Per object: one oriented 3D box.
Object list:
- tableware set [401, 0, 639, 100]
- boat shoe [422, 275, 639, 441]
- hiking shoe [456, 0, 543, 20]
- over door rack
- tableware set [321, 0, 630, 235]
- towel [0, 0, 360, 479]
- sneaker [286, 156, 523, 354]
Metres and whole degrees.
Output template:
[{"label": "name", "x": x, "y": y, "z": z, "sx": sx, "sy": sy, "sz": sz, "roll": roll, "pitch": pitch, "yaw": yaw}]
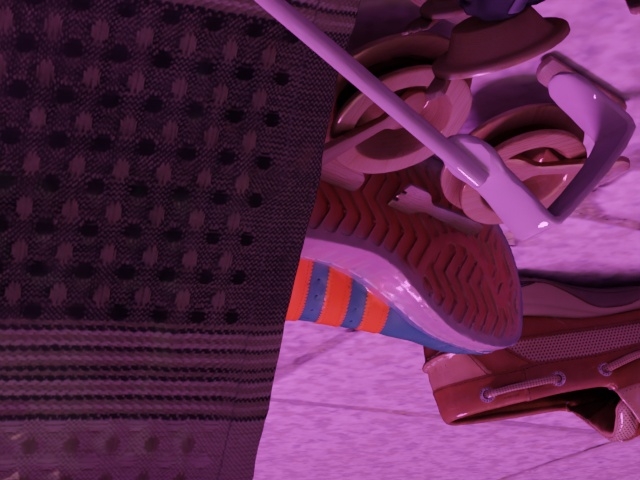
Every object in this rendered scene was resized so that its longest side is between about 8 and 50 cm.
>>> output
[{"label": "tableware set", "x": 0.110, "y": -0.102, "z": 0.520, "sx": 0.168, "sy": 0.141, "sz": 0.020, "roll": -15, "pitch": 111, "yaw": 19}, {"label": "boat shoe", "x": 0.233, "y": 0.100, "z": 1.006, "sx": 0.324, "sy": 0.120, "sz": 0.122, "roll": 0, "pitch": 158, "yaw": -6}, {"label": "hiking shoe", "x": 0.106, "y": -0.156, "z": 0.376, "sx": 0.132, "sy": 0.113, "sz": 0.304, "roll": -11, "pitch": 166, "yaw": -9}, {"label": "over door rack", "x": -0.008, "y": -0.100, "z": 0.274, "sx": 0.324, "sy": 0.108, "sz": 0.239, "roll": 29, "pitch": 156, "yaw": -15}, {"label": "tableware set", "x": 0.076, "y": -0.049, "z": 0.673, "sx": 0.194, "sy": 0.039, "sz": 0.128, "roll": 19, "pitch": 129, "yaw": -43}, {"label": "towel", "x": -0.144, "y": -0.033, "z": 0.467, "sx": 0.324, "sy": 0.312, "sz": 0.056, "roll": 4, "pitch": -161, "yaw": -28}, {"label": "sneaker", "x": 0.000, "y": 0.000, "z": 0.769, "sx": 0.121, "sy": 0.108, "sz": 0.302, "roll": -19, "pitch": 147, "yaw": 40}]
